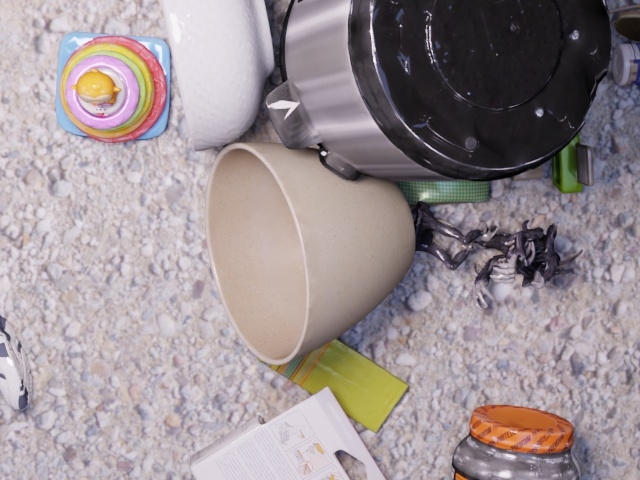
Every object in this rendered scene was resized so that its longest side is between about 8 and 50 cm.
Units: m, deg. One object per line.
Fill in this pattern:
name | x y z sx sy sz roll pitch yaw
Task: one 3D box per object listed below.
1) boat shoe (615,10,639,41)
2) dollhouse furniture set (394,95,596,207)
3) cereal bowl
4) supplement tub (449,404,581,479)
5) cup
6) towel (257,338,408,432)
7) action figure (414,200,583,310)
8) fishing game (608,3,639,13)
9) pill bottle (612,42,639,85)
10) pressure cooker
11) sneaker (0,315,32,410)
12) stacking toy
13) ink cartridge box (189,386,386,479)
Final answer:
boat shoe | 0.529 -0.346 1.932 0.135 0.045 0.050 5 138 -12
dollhouse furniture set | 0.262 -0.152 1.885 0.301 0.151 0.198 -6 98 -3
cereal bowl | -0.150 -0.306 1.743 0.141 0.339 0.339 -13 99 -5
supplement tub | 0.301 0.447 1.944 0.207 0.207 0.338 6 98 -5
cup | 0.000 0.000 1.833 0.237 0.331 0.331 -12 100 -28
towel | 0.020 0.213 1.987 0.237 0.021 0.102 33 100 -9
action figure | 0.270 0.033 1.911 0.275 0.164 0.141 14 55 -1
fishing game | 0.472 -0.490 1.913 0.189 0.041 0.264 -15 107 -2
pill bottle | 0.529 -0.280 1.930 0.120 0.067 0.067 -3 98 -4
pressure cooker | 0.137 -0.255 1.654 0.369 0.420 0.376 15 87 -19
sneaker | -0.556 0.174 1.900 0.153 0.094 0.235 -23 99 0
stacking toy | -0.309 -0.218 1.758 0.175 0.302 0.166 3 97 -6
ink cartridge box | -0.027 0.415 1.986 0.261 0.066 0.296 -31 99 0
